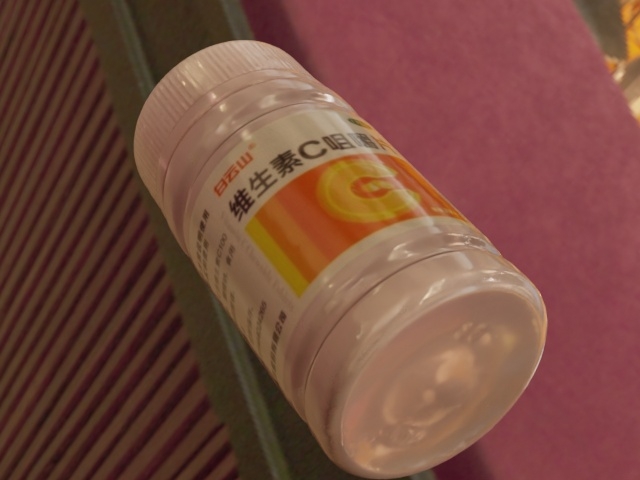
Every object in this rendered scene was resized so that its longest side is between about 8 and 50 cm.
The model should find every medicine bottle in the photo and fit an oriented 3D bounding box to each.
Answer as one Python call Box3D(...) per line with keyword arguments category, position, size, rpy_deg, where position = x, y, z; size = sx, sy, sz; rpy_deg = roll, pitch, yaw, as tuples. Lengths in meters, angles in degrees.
Box3D(category="medicine bottle", position=(0.000, 0.000, 0.616), size=(0.133, 0.133, 0.250), rpy_deg=(-2, 35, -33))
